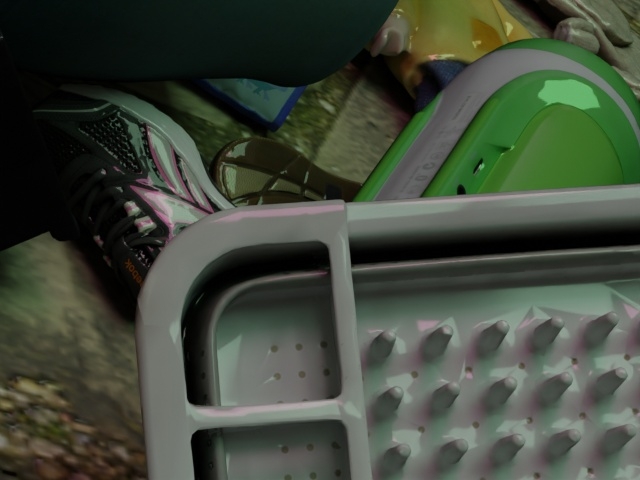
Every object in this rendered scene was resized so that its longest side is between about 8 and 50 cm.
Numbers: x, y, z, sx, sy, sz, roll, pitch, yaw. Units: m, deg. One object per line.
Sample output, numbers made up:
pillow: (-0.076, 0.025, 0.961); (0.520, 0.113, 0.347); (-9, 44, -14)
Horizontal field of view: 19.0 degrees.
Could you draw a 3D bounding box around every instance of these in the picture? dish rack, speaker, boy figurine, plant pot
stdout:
dish rack: (0.094, 0.123, 0.804); (0.333, 0.072, 0.285); (-4, 75, -9)
speaker: (0.072, 0.016, 0.987); (0.131, 0.131, 0.296); (40, 46, -4)
boy figurine: (0.101, -0.132, 1.293); (0.177, 0.092, 0.285); (17, 42, -30)
plant pot: (-0.091, -0.195, 0.964); (0.255, 0.271, 0.271); (17, 39, -34)

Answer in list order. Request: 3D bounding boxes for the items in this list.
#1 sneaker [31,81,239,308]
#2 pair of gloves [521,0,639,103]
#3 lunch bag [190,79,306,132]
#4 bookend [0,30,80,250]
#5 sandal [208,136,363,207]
sneaker: (-0.082, -0.005, 0.948); (0.178, 0.072, 0.077); (35, 37, -7)
pair of gloves: (0.208, -0.143, 1.474); (0.204, 0.042, 0.240); (41, 30, -2)
lunch bag: (-0.050, -0.156, 1.148); (0.129, 0.096, 0.151); (32, 62, -17)
bookend: (-0.201, -0.039, 0.828); (0.157, 0.156, 0.072); (78, -13, -59)
sandal: (0.000, 0.000, 1.047); (0.180, 0.049, 0.072); (30, 57, -35)
